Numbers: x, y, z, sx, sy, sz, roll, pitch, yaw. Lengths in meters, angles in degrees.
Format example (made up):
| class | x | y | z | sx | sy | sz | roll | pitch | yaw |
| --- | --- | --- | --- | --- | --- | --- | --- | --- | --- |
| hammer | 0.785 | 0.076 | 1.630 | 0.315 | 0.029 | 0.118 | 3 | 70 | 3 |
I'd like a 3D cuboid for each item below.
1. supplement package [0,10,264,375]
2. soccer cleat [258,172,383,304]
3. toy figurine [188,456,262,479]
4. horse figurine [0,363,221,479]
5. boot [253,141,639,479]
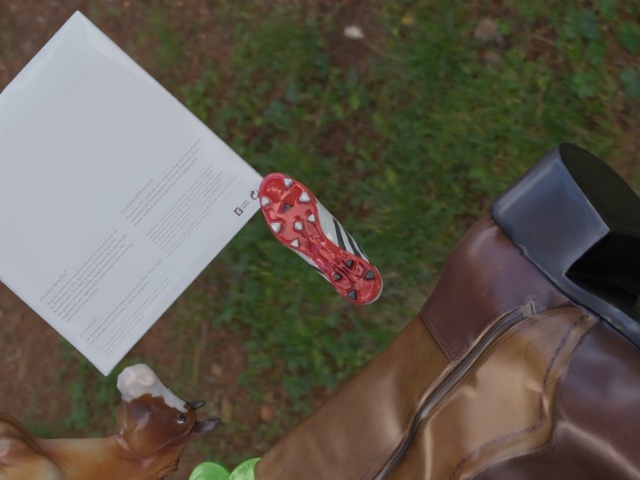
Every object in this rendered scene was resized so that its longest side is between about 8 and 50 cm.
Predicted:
| class | x | y | z | sx | sy | sz | roll | pitch | yaw |
| --- | --- | --- | --- | --- | --- | --- | --- | --- | --- |
| supplement package | -0.176 | -0.037 | 1.155 | 0.203 | 0.149 | 0.194 | 43 | 88 | -4 |
| soccer cleat | 0.000 | 0.000 | 0.729 | 0.029 | 0.035 | 0.083 | -45 | 81 | 3 |
| toy figurine | -0.108 | 0.243 | 1.145 | 0.173 | 0.159 | 0.130 | 21 | 111 | 42 |
| horse figurine | -0.164 | 0.137 | 0.575 | 0.066 | 0.174 | 0.263 | 14 | 67 | 37 |
| boot | 0.080 | 0.131 | 0.691 | 0.280 | 0.096 | 0.264 | -50 | 49 | 26 |
